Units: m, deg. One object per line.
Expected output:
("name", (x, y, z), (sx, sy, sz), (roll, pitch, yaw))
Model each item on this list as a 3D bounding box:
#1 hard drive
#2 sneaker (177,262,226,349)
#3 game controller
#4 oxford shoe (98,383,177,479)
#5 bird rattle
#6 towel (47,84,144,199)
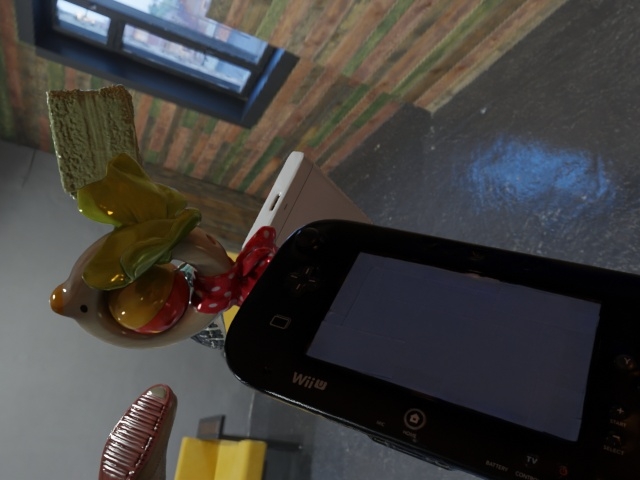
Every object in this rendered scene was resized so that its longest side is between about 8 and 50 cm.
("hard drive", (0.000, 0.000, 1.180), (0.047, 0.353, 0.233), (15, 73, 39))
("sneaker", (-0.264, 0.147, 1.295), (0.122, 0.110, 0.283), (-58, -26, -46))
("game controller", (0.089, 0.069, 0.372), (0.166, 0.319, 0.067), (-53, -36, -40))
("oxford shoe", (-0.354, 0.458, 1.052), (0.123, 0.130, 0.348), (7, 69, 41))
("bird rattle", (-0.154, 0.035, 0.565), (0.207, 0.253, 0.143), (-38, 54, 12))
("towel", (-0.298, -0.130, 0.719), (0.027, 0.110, 0.148), (-125, 29, -61))
